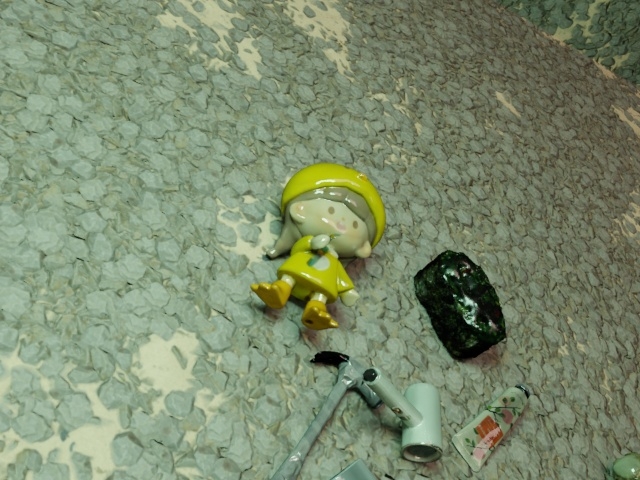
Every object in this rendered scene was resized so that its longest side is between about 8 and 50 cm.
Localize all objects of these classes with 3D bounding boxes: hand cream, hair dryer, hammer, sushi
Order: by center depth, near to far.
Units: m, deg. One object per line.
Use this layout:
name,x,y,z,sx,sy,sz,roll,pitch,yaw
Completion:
hammer,-0.020,0.343,1.203,0.152,0.044,0.427,40,43,-3
hair dryer,0.137,0.281,1.297,0.236,0.073,0.131,45,35,-35
hand cream,0.345,0.359,1.466,0.234,0.050,0.080,-32,83,-40
sushi,0.299,0.130,1.548,0.124,0.127,0.225,-3,58,-38

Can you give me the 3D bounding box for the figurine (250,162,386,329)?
figurine,0.000,0.000,1.393,0.215,0.187,0.343,40,48,-17

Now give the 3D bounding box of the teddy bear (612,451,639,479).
teddy bear,0.706,0.578,1.482,0.267,0.156,0.256,13,34,26

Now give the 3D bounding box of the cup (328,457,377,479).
cup,0.049,0.430,1.150,0.128,0.095,0.129,-24,71,-43
